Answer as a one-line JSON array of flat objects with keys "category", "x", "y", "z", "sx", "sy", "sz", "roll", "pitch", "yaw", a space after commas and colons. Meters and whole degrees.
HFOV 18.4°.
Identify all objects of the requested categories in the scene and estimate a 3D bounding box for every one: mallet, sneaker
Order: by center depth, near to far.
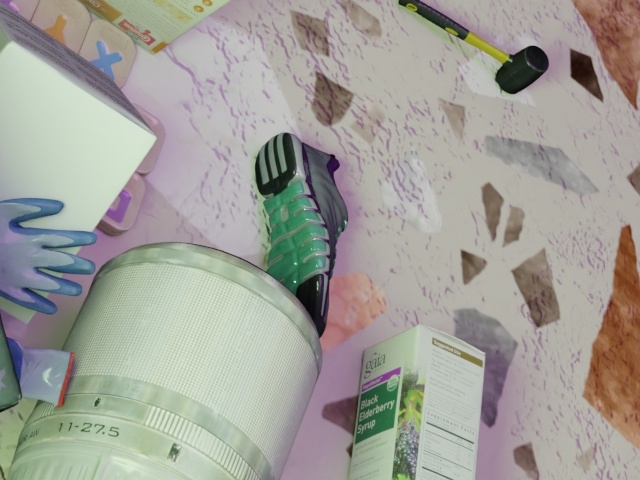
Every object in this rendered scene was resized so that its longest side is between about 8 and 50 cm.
[{"category": "sneaker", "x": 0.000, "y": 0.000, "z": 1.982, "sx": 0.098, "sy": 0.083, "sz": 0.224, "roll": 13, "pitch": 62, "yaw": -41}, {"category": "mallet", "x": 0.167, "y": -0.226, "z": 2.258, "sx": 0.189, "sy": 0.062, "sz": 0.039, "roll": 24, "pitch": 54, "yaw": -12}]

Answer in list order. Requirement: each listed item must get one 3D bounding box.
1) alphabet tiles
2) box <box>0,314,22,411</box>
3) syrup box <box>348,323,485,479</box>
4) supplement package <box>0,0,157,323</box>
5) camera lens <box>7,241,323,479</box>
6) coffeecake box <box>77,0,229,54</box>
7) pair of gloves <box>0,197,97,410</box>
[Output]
[{"category": "alphabet tiles", "x": -0.274, "y": -0.129, "z": 1.850, "sx": 0.284, "sy": 0.021, "sz": 0.278, "roll": 35, "pitch": 53, "yaw": -24}, {"category": "box", "x": -0.517, "y": -0.041, "z": 1.321, "sx": 0.480, "sy": 0.297, "sz": 0.472, "roll": -14, "pitch": 85, "yaw": -32}, {"category": "syrup box", "x": 0.092, "y": 0.212, "z": 1.953, "sx": 0.096, "sy": 0.093, "sz": 0.237, "roll": 25, "pitch": 57, "yaw": -29}, {"category": "supplement package", "x": -0.266, "y": -0.073, "z": 1.656, "sx": 0.149, "sy": 0.203, "sz": 0.194, "roll": 33, "pitch": 96, "yaw": -24}, {"category": "camera lens", "x": -0.132, "y": 0.156, "z": 1.704, "sx": 0.219, "sy": 0.219, "sz": 0.274, "roll": 37, "pitch": 51, "yaw": -21}, {"category": "coffeecake box", "x": -0.156, "y": -0.275, "z": 1.900, "sx": 0.142, "sy": 0.185, "sz": 0.068, "roll": 34, "pitch": 53, "yaw": -24}, {"category": "pair of gloves", "x": -0.265, "y": 0.057, "z": 1.573, "sx": 0.159, "sy": 0.023, "sz": 0.198, "roll": 9, "pitch": 101, "yaw": -19}]
